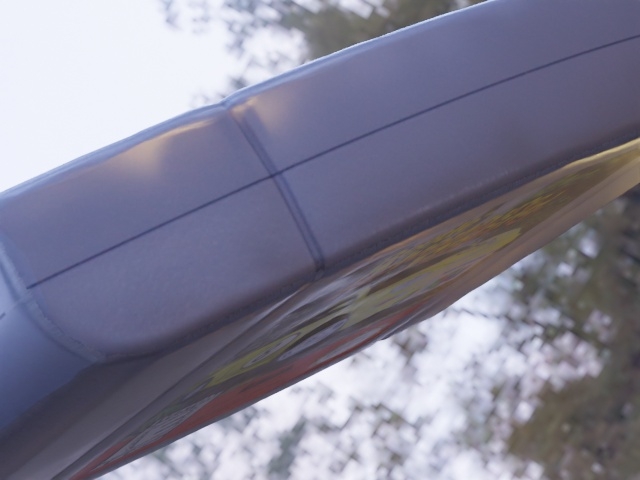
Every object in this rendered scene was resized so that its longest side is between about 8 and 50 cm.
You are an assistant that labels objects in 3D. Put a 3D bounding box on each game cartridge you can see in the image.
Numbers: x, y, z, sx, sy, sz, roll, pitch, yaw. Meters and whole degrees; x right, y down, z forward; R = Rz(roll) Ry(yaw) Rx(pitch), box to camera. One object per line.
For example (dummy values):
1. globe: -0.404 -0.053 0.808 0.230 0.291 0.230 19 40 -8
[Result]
1. game cartridge: 0.000 0.000 0.535 0.294 0.060 0.196 -22 -14 -42
